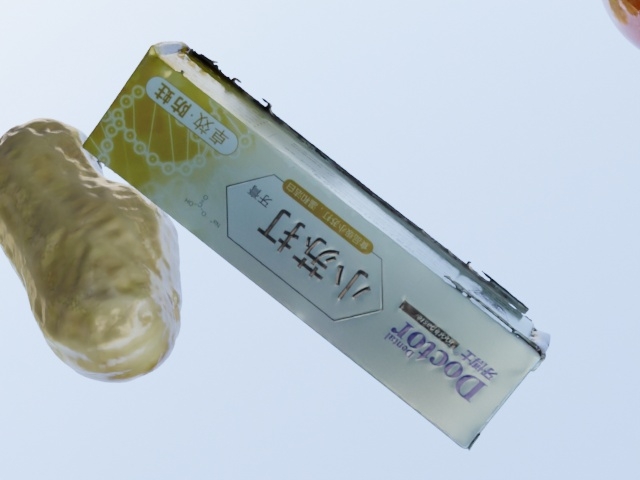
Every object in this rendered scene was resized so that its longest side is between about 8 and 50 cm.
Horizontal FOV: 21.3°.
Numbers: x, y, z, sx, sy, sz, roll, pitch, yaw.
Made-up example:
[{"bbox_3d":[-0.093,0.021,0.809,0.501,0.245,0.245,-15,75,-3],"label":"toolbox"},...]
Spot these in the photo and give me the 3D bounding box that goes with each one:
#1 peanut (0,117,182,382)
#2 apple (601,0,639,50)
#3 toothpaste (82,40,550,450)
[{"bbox_3d":[-0.210,0.000,1.537,0.147,0.147,0.319,-35,-132,1],"label":"peanut"},{"bbox_3d":[0.314,-0.231,1.456,0.163,0.163,0.139,-37,157,-4],"label":"apple"},{"bbox_3d":[0.000,0.000,1.081,0.089,0.313,0.071,-53,176,13],"label":"toothpaste"}]
